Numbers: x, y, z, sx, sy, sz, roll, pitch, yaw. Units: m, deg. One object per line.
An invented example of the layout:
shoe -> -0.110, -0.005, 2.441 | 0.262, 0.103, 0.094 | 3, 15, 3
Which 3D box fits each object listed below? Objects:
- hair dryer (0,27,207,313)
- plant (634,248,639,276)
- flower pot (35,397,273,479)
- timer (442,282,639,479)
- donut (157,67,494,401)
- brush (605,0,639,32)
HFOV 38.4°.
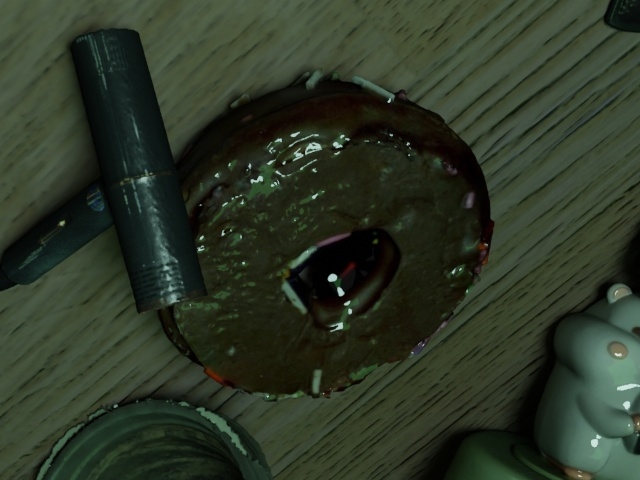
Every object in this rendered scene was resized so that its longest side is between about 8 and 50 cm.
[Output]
hair dryer -> -0.170, -0.027, 0.607 | 0.194, 0.173, 0.050 | -15, 176, 34
plant -> 0.419, -0.054, 0.778 | 0.181, 0.194, 0.321 | 9, 126, -43
flower pot -> -0.118, 0.252, 0.766 | 0.235, 0.235, 0.140 | -38, 154, 7
timer -> 0.269, 0.201, 0.872 | 0.290, 0.290, 0.316 | 15, 95, -31
donut -> 0.000, 0.000, 0.677 | 0.269, 0.103, 0.270 | -12, 131, -14
brush -> 0.265, -0.240, 0.663 | 0.062, 0.016, 0.194 | -3, 126, -23
